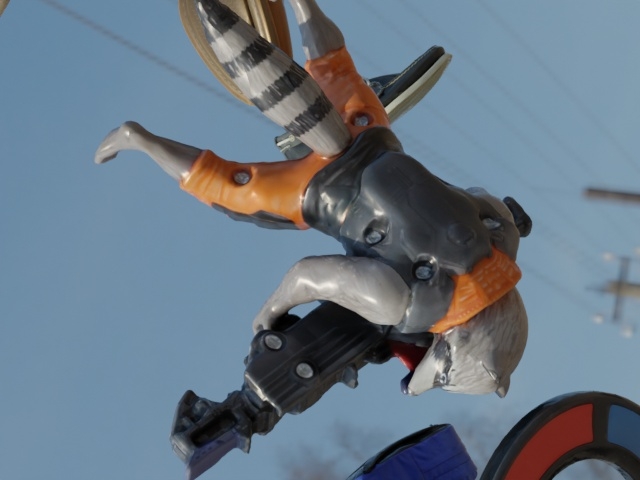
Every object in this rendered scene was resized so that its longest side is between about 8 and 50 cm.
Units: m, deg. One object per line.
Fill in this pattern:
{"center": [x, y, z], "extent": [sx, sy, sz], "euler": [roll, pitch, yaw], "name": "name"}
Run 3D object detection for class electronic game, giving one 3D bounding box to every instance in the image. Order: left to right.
{"center": [0.175, 0.213, 1.088], "extent": [0.229, 0.048, 0.229], "euler": [0, -90, -40], "name": "electronic game"}

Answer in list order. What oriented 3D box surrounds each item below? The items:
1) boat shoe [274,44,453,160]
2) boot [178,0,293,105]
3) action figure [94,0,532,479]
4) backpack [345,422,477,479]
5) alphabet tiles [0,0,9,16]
{"center": [0.053, -0.160, 1.936], "extent": [0.233, 0.079, 0.084], "euler": [-38, -8, 0], "name": "boat shoe"}
{"center": [-0.026, -0.256, 1.446], "extent": [0.220, 0.109, 0.283], "euler": [-10, -112, -40], "name": "boot"}
{"center": [0.000, 0.000, 1.140], "extent": [0.341, 0.330, 0.178], "euler": [-44, -10, -29], "name": "action figure"}
{"center": [0.092, 0.239, 1.592], "extent": [0.120, 0.098, 0.101], "euler": [-31, -92, -26], "name": "backpack"}
{"center": [-0.287, -0.151, 1.103], "extent": [0.021, 0.278, 0.284], "euler": [26, -84, -41], "name": "alphabet tiles"}
